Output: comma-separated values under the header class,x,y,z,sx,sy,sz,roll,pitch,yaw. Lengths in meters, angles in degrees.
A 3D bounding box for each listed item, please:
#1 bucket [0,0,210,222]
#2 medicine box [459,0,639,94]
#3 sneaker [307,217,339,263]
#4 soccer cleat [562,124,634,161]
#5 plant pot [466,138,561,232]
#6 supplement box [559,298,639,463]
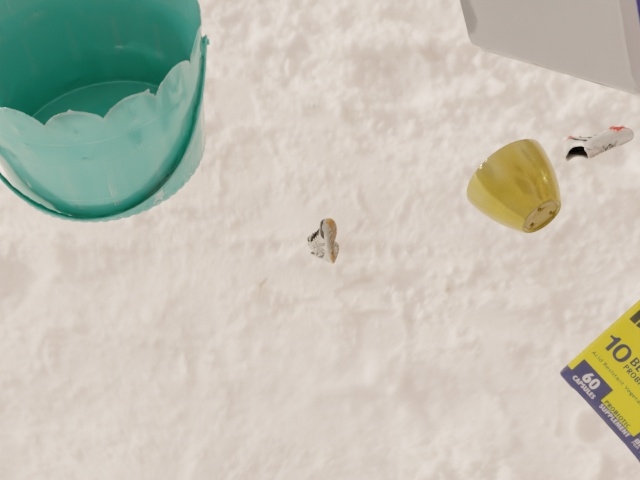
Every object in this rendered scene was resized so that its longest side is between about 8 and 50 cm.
class,x,y,z,sx,sy,sz,roll,pitch,yaw
bucket,-0.258,-0.165,1.086,0.281,0.183,0.281,-2,50,2
medicine box,0.206,-0.264,0.514,0.289,0.149,0.263,-29,120,-16
sneaker,0.000,0.000,1.161,0.037,0.083,0.032,16,59,13
soccer cleat,0.322,-0.111,1.128,0.083,0.029,0.036,-8,41,28
plant pot,0.295,-0.066,1.414,0.134,0.134,0.095,-23,57,-15
supplement box,0.522,0.119,1.266,0.195,0.356,0.194,-26,68,-43
